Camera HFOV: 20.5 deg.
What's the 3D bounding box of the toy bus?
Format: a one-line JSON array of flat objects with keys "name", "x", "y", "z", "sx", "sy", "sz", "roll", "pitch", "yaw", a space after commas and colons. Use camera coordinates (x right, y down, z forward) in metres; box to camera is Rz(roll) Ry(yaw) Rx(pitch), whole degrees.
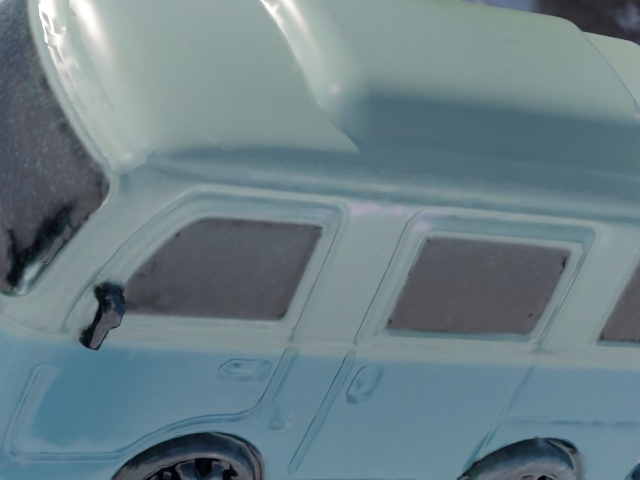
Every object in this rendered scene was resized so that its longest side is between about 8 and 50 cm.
[{"name": "toy bus", "x": 0.000, "y": 0.000, "z": 0.572, "sx": 0.271, "sy": 0.164, "sz": 0.133, "roll": 4, "pitch": 39, "yaw": -30}]
